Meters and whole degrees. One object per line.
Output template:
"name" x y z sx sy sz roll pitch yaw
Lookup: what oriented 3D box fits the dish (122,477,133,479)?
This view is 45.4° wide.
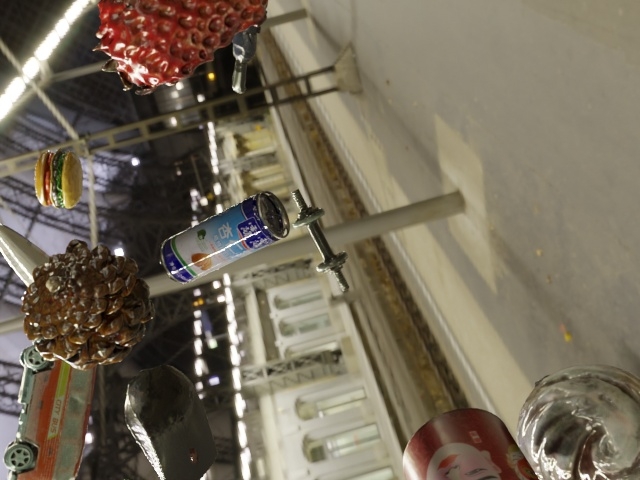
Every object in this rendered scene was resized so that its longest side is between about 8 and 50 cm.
"dish" -0.243 0.492 1.014 0.324 0.124 0.324 59 167 22

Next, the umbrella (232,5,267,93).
"umbrella" -0.157 -0.437 1.647 0.071 0.071 0.248 -111 29 -69

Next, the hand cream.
"hand cream" -0.628 0.058 1.673 0.314 0.089 0.140 51 162 -27

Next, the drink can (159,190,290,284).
"drink can" -0.176 -0.003 1.391 0.097 0.235 0.097 42 -145 -40

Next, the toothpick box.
"toothpick box" 0.271 0.445 1.201 0.333 0.204 0.204 -115 10 -63

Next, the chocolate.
"chocolate" 0.506 0.361 1.362 0.213 0.303 0.303 56 -163 -72

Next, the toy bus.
"toy bus" -0.431 0.271 1.227 0.121 0.120 0.265 157 121 -64

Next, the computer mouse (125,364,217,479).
"computer mouse" -0.336 0.428 1.772 0.087 0.168 0.295 -22 96 46

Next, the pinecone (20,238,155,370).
"pinecone" -0.289 0.090 0.965 0.173 0.174 0.173 164 90 -88

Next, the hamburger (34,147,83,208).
"hamburger" -0.680 -0.160 1.995 0.162 0.115 0.162 -178 90 -80

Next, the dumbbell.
"dumbbell" 0.000 0.000 1.732 0.253 0.082 0.081 63 178 -4

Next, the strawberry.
"strawberry" -0.249 -0.379 1.275 0.150 0.280 0.253 62 -148 -47
